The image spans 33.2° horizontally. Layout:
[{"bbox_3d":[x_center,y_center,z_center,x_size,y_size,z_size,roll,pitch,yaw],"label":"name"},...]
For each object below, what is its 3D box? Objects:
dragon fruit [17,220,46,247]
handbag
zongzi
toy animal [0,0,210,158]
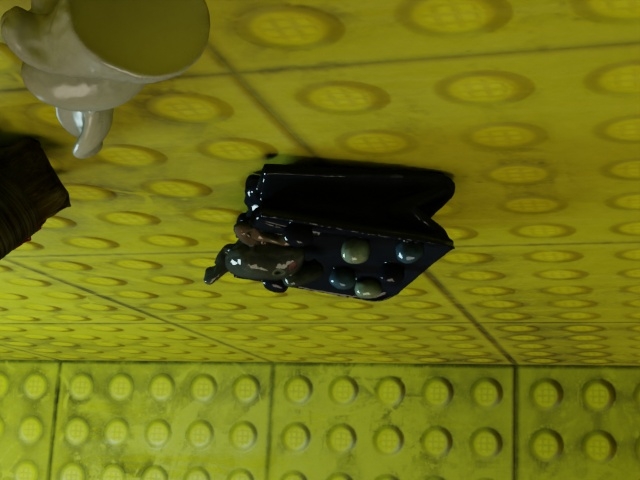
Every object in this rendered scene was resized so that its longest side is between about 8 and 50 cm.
[{"bbox_3d":[-0.362,-0.033,1.252,0.131,0.097,0.063,-6,162,31],"label":"dragon fruit"},{"bbox_3d":[0.000,0.000,1.296,0.269,0.118,0.325,5,164,-7],"label":"handbag"},{"bbox_3d":[-0.425,-0.006,1.143,0.241,0.248,0.111,-4,121,44],"label":"zongzi"},{"bbox_3d":[-0.174,-0.133,0.774,0.131,0.103,0.221,7,165,-25],"label":"toy animal"}]
